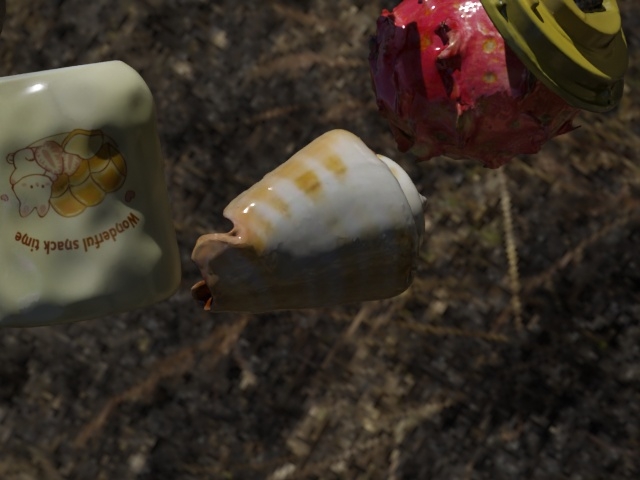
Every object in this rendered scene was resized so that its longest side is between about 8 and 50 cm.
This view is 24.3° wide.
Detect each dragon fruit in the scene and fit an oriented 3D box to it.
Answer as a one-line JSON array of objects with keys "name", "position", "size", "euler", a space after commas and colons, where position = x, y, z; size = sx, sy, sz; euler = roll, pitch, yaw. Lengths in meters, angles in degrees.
[{"name": "dragon fruit", "position": [0.181, -0.176, 1.509], "size": [0.210, 0.268, 0.205], "euler": [102, 169, -53]}]

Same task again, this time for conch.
[{"name": "conch", "position": [0.010, 0.005, 1.287], "size": [0.255, 0.127, 0.158], "euler": [-35, -33, -38]}]

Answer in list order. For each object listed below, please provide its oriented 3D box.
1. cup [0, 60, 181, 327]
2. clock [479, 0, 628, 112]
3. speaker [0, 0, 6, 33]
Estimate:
[{"name": "cup", "position": [-0.253, -0.038, 1.265], "size": [0.255, 0.202, 0.173], "euler": [-6, 8, 22]}, {"name": "clock", "position": [0.218, -0.227, 1.364], "size": [0.057, 0.237, 0.237], "euler": [-35, 32, 33]}, {"name": "speaker", "position": [-0.263, -0.112, 0.656], "size": [0.180, 0.184, 0.388], "euler": [-20, 23, 3]}]
